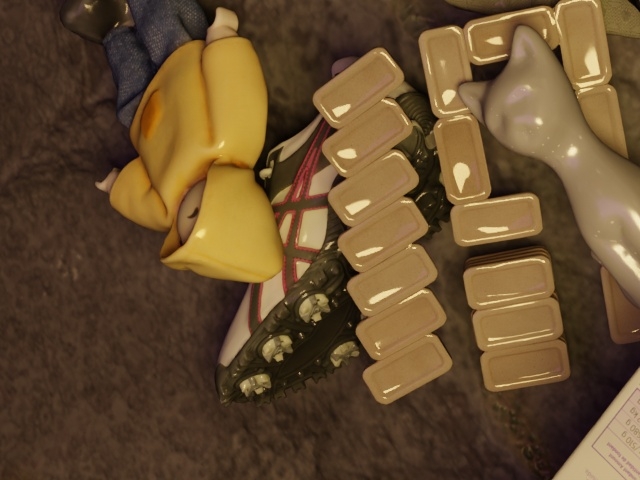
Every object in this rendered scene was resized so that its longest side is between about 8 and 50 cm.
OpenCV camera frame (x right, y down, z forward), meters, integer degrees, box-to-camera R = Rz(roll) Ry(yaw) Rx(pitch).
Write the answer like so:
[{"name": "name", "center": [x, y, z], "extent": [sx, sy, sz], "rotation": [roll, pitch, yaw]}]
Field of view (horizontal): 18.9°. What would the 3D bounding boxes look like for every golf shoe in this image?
[{"name": "golf shoe", "center": [0.000, 0.000, 1.365], "extent": [0.273, 0.105, 0.120], "rotation": [-55, 52, 23]}]

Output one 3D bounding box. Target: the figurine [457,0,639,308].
[{"name": "figurine", "center": [0.209, -0.071, 1.159], "extent": [0.209, 0.092, 0.215], "rotation": [49, 125, -4]}]

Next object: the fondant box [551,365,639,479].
[{"name": "fondant box", "center": [0.199, 0.177, 1.157], "extent": [0.096, 0.238, 0.330], "rotation": [43, 120, 21]}]

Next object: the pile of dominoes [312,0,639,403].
[{"name": "pile of dominoes", "center": [0.105, -0.024, 1.260], "extent": [0.196, 0.040, 0.251], "rotation": [-10, 105, 6]}]

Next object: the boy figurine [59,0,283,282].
[{"name": "boy figurine", "center": [-0.104, -0.075, 1.360], "extent": [0.177, 0.092, 0.285], "rotation": [-46, 48, 33]}]

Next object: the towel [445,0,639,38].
[{"name": "towel", "center": [0.224, -0.275, 1.175], "extent": [0.324, 0.056, 0.312], "rotation": [13, 111, 31]}]
